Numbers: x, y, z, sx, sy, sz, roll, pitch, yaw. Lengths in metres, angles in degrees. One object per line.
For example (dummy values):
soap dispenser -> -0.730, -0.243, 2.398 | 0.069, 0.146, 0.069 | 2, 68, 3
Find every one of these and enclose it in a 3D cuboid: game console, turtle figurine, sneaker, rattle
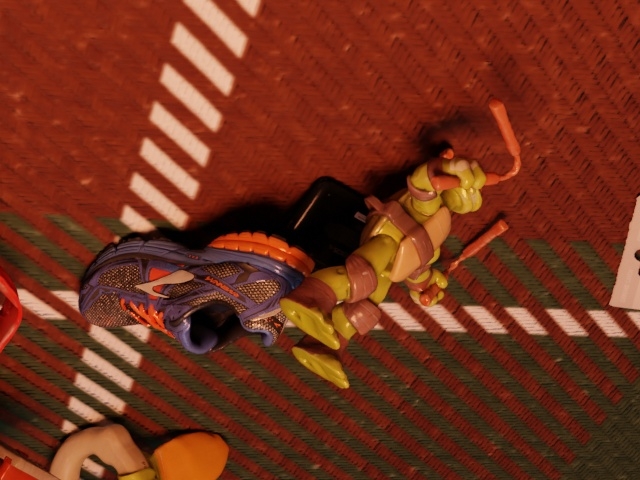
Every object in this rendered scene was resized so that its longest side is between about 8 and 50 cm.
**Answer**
game console -> 0.000, 0.000, 1.362 | 0.122, 0.071, 0.107 | 27, 101, -41
turtle figurine -> 0.061, 0.000, 1.269 | 0.217, 0.087, 0.269 | -45, 165, -21
sneaker -> -0.112, 0.048, 1.309 | 0.221, 0.087, 0.083 | -9, 146, 35
rattle -> -0.210, 0.249, 1.607 | 0.130, 0.143, 0.200 | 45, 125, 1

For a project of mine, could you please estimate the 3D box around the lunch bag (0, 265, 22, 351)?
lunch bag -> -0.357, 0.076, 1.252 | 0.258, 0.120, 0.293 | -7, 134, -27

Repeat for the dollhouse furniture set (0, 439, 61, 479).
dollhouse furniture set -> -0.358, 0.280, 1.421 | 0.259, 0.135, 0.262 | -58, 146, -9

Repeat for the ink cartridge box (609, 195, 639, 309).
ink cartridge box -> 0.383, 0.007, 1.450 | 0.224, 0.056, 0.181 | 9, 145, 6
